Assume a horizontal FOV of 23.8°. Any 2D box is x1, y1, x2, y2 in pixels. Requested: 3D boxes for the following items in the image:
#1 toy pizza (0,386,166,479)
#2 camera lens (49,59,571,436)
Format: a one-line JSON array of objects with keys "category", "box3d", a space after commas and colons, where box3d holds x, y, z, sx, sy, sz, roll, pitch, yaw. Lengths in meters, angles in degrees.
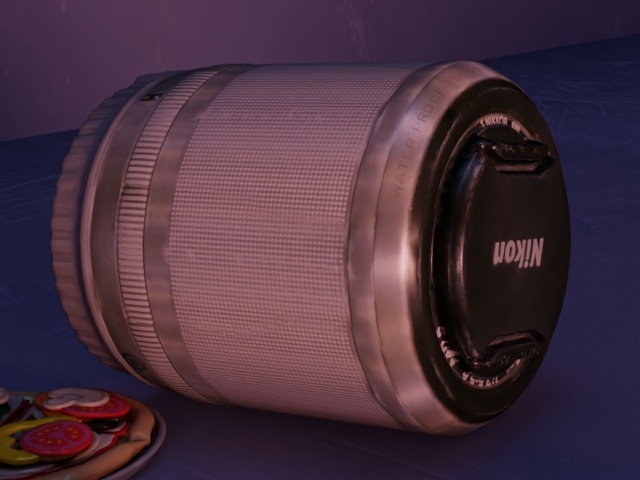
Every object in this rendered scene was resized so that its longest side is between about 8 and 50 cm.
[{"category": "toy pizza", "box3d": [-0.194, 0.118, 0.918, 0.201, 0.032, 0.201, -5, 13, 1]}, {"category": "camera lens", "box3d": [0.000, 0.000, 0.939, 0.274, 0.219, 0.219, 3, 16, 33]}]
